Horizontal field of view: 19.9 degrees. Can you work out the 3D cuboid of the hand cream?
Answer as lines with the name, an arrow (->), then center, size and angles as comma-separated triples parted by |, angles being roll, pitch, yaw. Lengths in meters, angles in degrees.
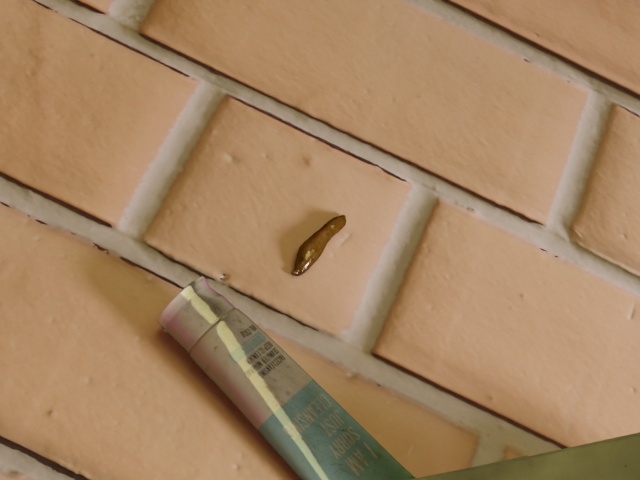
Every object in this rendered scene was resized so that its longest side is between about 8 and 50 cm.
hand cream -> -0.036, 0.169, 1.860 | 0.312, 0.070, 0.111 | 43, 48, 8

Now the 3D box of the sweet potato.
sweet potato -> 0.000, 0.000, 2.027 | 0.026, 0.026, 0.115 | 36, 51, 8

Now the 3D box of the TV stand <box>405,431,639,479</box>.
TV stand -> 0.215, 0.261, 1.767 | 0.083, 0.269, 0.088 | 48, 37, -44
